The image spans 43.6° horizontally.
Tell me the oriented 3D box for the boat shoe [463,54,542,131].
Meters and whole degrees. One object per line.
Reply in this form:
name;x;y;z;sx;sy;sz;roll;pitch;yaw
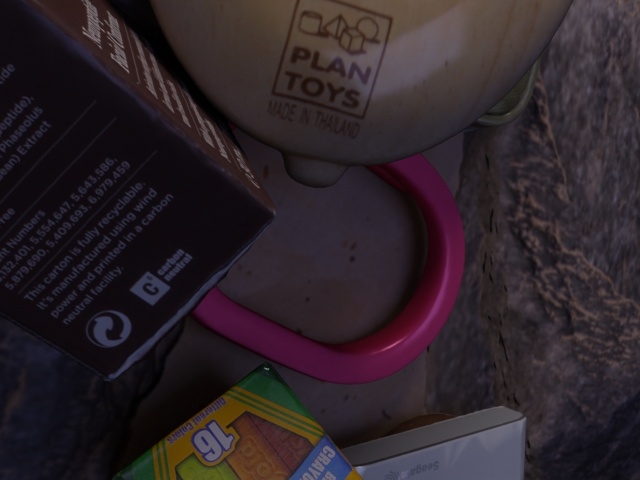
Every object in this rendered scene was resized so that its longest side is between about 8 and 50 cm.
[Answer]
boat shoe;0.149;-0.240;0.674;0.113;0.103;0.303;23;86;-20

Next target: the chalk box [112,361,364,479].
chalk box;-0.028;0.219;0.557;0.132;0.132;0.213;-36;76;-23

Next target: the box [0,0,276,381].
box;-0.210;-0.117;0.393;0.143;0.191;0.381;-45;122;9

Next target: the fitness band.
fitness band;0.000;0.000;0.647;0.290;0.054;0.209;30;82;-31

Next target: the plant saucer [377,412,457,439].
plant saucer;0.103;0.267;0.767;0.198;0.036;0.199;-7;102;-32

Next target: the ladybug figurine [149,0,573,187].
ladybug figurine;0.031;-0.254;0.531;0.304;0.162;0.450;15;85;-8

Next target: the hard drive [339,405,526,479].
hard drive;0.100;0.322;0.729;0.202;0.040;0.308;-6;102;-32
